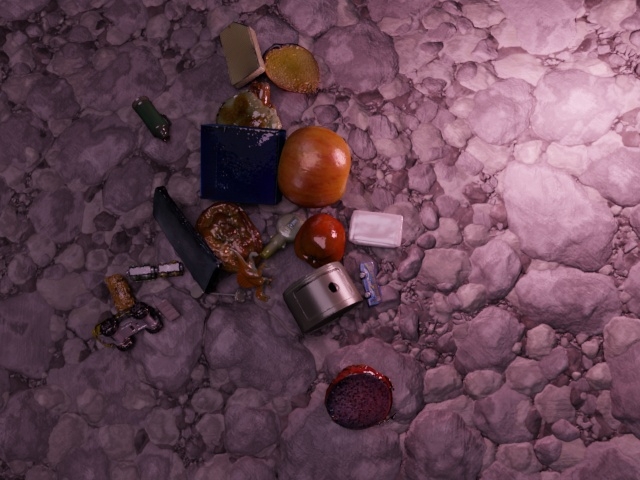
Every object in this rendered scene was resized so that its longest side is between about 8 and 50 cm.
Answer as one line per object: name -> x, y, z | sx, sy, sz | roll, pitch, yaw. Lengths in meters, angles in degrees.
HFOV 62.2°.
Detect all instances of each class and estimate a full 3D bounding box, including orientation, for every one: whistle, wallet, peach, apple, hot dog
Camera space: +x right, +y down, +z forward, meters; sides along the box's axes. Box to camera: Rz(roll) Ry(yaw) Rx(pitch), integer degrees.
whistle -> -0.135, -0.013, 1.850 | 0.104, 0.057, 0.198 | 41, 67, 6
wallet -> -0.472, -0.004, 1.843 | 0.046, 0.190, 0.379 | -26, 68, -37
wallet -> 0.193, -0.038, 1.854 | 0.183, 0.032, 0.124 | 6, 79, 10
peach -> -0.098, -0.628, 1.989 | 0.189, 0.068, 0.279 | -38, 73, -3
apple -> -0.018, -0.246, 1.804 | 0.233, 0.286, 0.285 | 13, 80, 2
hot dog -> -0.320, -0.010, 1.863 | 0.196, 0.122, 0.272 | -34, 75, -4

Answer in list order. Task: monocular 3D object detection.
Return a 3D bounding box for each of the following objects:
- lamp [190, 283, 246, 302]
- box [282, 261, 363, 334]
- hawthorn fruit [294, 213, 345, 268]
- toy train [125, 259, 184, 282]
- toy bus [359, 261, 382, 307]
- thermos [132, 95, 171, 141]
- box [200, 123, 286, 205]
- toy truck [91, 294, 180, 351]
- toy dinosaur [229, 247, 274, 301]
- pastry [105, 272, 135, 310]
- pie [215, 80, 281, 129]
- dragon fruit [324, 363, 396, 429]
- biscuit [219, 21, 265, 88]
lamp -> -0.364, 0.188, 1.877 | 0.199, 0.056, 0.050 | 5, 80, 19
box -> 0.006, 0.188, 1.728 | 0.226, 0.226, 0.149 | -30, 77, 0
hawthorn fruit -> 0.000, 0.000, 1.800 | 0.190, 0.189, 0.189 | -1, 78, 6
toy train -> -0.585, 0.110, 1.892 | 0.203, 0.081, 0.060 | -6, 79, -2
toy bus -> 0.168, 0.149, 1.808 | 0.061, 0.051, 0.152 | -13, 77, -2
thermos -> -0.633, -0.455, 2.020 | 0.073, 0.083, 0.187 | -41, 77, 20
box -> -0.275, -0.269, 1.866 | 0.279, 0.116, 0.261 | 6, 106, 9
toy truck -> -0.641, 0.275, 1.839 | 0.286, 0.136, 0.111 | -27, 46, -4
toy dinosaur -> -0.243, 0.113, 1.818 | 0.212, 0.057, 0.142 | 29, 111, -14
pastry -> -0.717, 0.184, 1.903 | 0.080, 0.056, 0.140 | -22, 83, 9
pie -> -0.271, -0.431, 1.963 | 0.257, 0.105, 0.274 | -22, 75, 16
dragon fruit -> 0.118, 0.482, 1.713 | 0.224, 0.148, 0.218 | -8, 108, -4
biscuit -> -0.299, -0.717, 2.015 | 0.150, 0.052, 0.252 | -26, 73, 30
